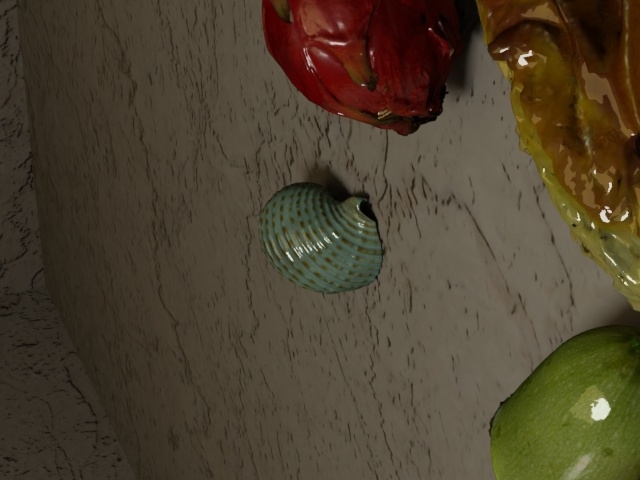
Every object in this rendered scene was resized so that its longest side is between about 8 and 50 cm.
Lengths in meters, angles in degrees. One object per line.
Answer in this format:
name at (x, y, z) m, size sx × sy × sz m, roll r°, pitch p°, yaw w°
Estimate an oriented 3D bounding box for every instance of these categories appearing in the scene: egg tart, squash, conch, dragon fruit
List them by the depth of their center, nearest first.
egg tart at (0.209, -0.155, 0.690) m, size 0.339 × 0.153 × 0.352 m, roll 104°, pitch 145°, yaw -53°
squash at (0.209, 0.127, 0.948) m, size 0.123 × 0.123 × 0.187 m, roll 64°, pitch 151°, yaw 24°
dragon fruit at (0.035, -0.192, 1.070) m, size 0.172 × 0.172 × 0.210 m, roll 141°, pitch 115°, yaw -66°
conch at (-0.006, 0.003, 1.398) m, size 0.135 × 0.102 × 0.153 m, roll 64°, pitch 160°, yaw -14°
